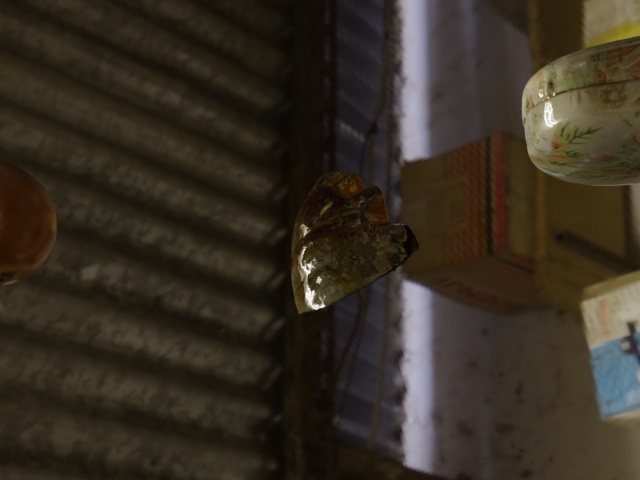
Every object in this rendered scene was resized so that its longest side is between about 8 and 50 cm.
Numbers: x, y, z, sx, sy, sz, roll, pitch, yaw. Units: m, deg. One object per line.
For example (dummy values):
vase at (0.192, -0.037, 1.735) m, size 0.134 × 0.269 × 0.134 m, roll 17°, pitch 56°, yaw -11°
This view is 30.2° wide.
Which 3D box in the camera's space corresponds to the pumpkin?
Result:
pumpkin at (0.000, 0.000, 1.481) m, size 0.149 × 0.254 × 0.130 m, roll -33°, pitch -81°, yaw -17°

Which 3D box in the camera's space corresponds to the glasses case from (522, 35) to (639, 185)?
glasses case at (0.352, -0.107, 0.811) m, size 0.156 × 0.425 × 0.098 m, roll 38°, pitch -133°, yaw -68°

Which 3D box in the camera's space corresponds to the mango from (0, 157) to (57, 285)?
mango at (-0.464, -0.036, 1.526) m, size 0.254 × 0.139 × 0.175 m, roll 27°, pitch -120°, yaw 8°
